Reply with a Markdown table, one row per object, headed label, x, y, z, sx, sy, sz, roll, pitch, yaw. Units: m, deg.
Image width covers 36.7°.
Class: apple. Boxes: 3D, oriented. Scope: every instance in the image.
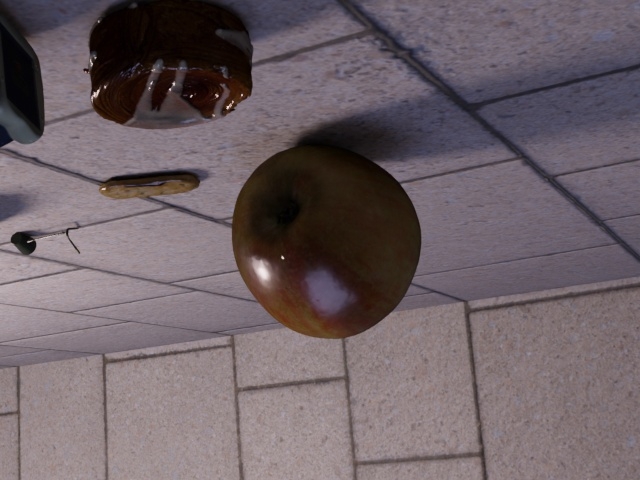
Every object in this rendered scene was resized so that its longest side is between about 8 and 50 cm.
| label | x | y | z | sx | sy | sz | roll | pitch | yaw |
| --- | --- | --- | --- | --- | --- | --- | --- | --- | --- |
| apple | 0.000 | 0.000 | 1.270 | 0.256 | 0.257 | 0.234 | -12 | 161 | 29 |

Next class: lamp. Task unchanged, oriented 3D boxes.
| label | x | y | z | sx | sy | sz | roll | pitch | yaw |
| --- | --- | --- | --- | --- | --- | --- | --- | --- | --- |
| lamp | -0.461 | -0.002 | 1.604 | 0.121 | 0.041 | 0.054 | -4 | 159 | 15 |

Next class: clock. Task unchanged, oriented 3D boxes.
| label | x | y | z | sx | sy | sz | roll | pitch | yaw |
| --- | --- | --- | --- | --- | --- | --- | --- | --- | --- |
| clock | -0.378 | -0.127 | 0.836 | 0.243 | 0.147 | 0.199 | -12 | 169 | 0 |

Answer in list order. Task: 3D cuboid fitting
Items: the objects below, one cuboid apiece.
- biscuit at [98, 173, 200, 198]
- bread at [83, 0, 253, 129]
| label | x | y | z | sx | sy | sz | roll | pitch | yaw |
| --- | --- | --- | --- | --- | --- | --- | --- | --- | --- |
| biscuit | -0.245 | -0.077 | 1.375 | 0.147 | 0.018 | 0.071 | -6 | 170 | 3 |
| bread | -0.141 | -0.162 | 0.903 | 0.160 | 0.073 | 0.160 | -8 | 167 | -2 |
